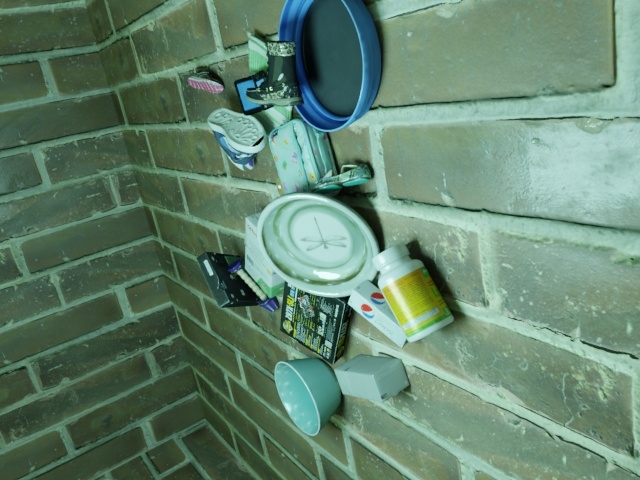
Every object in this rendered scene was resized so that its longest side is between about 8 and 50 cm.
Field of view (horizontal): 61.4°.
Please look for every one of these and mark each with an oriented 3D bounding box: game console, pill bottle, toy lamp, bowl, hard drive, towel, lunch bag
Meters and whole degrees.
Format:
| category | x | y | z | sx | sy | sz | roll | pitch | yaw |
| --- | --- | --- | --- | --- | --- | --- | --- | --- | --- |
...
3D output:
| category | x | y | z | sx | sy | sz | roll | pitch | yaw |
| --- | --- | --- | --- | --- | --- | --- | --- | --- | --- |
| game console | -0.219 | -0.487 | 1.783 | 0.107 | 0.071 | 0.122 | 1 | 111 | 58 |
| pill bottle | 0.240 | 0.136 | 1.449 | 0.245 | 0.136 | 0.136 | 62 | 149 | 11 |
| toy lamp | -0.278 | 0.197 | 2.290 | 0.274 | 0.080 | 0.080 | 53 | 155 | -21 |
| bowl | -0.034 | 0.592 | 2.144 | 0.311 | 0.163 | 0.311 | 36 | 137 | 42 |
| bowl | 0.020 | -0.496 | 1.465 | 0.391 | 0.077 | 0.391 | 35 | 136 | 43 |
| hard drive | -0.376 | 0.171 | 2.302 | 0.064 | 0.339 | 0.237 | -32 | 76 | 15 |
| towel | -0.171 | -0.493 | 1.808 | 0.248 | 0.038 | 0.325 | 43 | 141 | 35 |
| lunch bag | -0.051 | -0.252 | 1.696 | 0.224 | 0.108 | 0.279 | -7 | 103 | 59 |

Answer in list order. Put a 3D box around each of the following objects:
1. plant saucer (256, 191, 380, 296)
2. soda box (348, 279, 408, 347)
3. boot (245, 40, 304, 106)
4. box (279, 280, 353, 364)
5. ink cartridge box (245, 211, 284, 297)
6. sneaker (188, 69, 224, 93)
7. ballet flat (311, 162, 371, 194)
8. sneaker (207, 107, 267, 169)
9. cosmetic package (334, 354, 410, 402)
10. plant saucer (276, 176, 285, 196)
| category | x | y | z | sx | sy | sz | roll | pitch | yaw |
| --- | --- | --- | --- | --- | --- | --- | --- | --- | --- |
| plant saucer | 0.000 | 0.000 | 1.684 | 0.400 | 0.100 | 0.400 | 12 | 131 | 14 |
| soda box | 0.188 | 0.216 | 1.612 | 0.216 | 0.069 | 0.074 | 38 | 139 | 24 |
| boot | -0.140 | -0.488 | 1.568 | 0.236 | 0.085 | 0.178 | 21 | 124 | 44 |
| box | -0.017 | 0.258 | 1.921 | 0.257 | 0.079 | 0.322 | 29 | 132 | 26 |
| ink cartridge box | -0.199 | 0.050 | 2.111 | 0.201 | 0.117 | 0.278 | 44 | 143 | 35 |
| sneaker | -0.442 | -0.633 | 2.126 | 0.170 | 0.075 | 0.063 | 19 | 154 | 28 |
| ballet flat | 0.058 | -0.181 | 1.560 | 0.188 | 0.070 | 0.070 | -11 | 101 | 24 |
| sneaker | -0.263 | -0.338 | 1.961 | 0.323 | 0.130 | 0.236 | 34 | 164 | 39 |
| cosmetic package | 0.166 | 0.450 | 1.776 | 0.238 | 0.127 | 0.107 | -20 | 92 | 58 |
| plant saucer | -0.132 | -0.192 | 1.954 | 0.083 | 0.015 | 0.083 | 36 | 136 | 44 |
